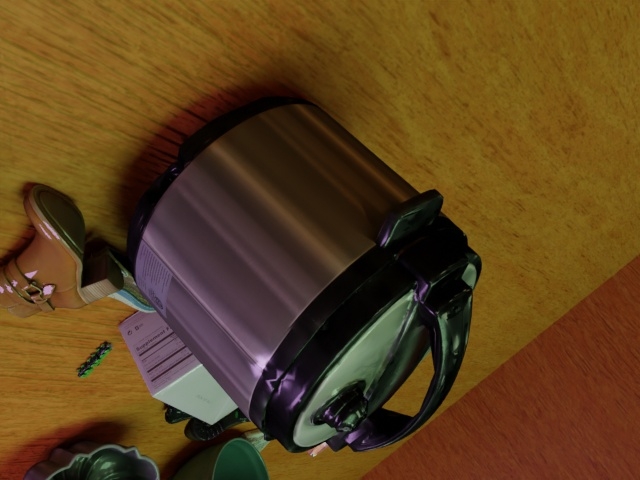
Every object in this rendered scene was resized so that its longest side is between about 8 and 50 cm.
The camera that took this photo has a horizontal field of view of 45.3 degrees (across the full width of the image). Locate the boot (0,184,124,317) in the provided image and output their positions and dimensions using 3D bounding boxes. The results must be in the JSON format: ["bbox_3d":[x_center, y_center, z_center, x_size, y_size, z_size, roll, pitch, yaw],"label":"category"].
[{"bbox_3d":[-0.358,0.026,0.960,0.152,0.073,0.197,-17,132,8],"label":"boot"}]

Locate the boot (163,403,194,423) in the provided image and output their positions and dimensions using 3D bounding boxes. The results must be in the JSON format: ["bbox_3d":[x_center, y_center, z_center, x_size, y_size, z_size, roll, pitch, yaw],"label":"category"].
[{"bbox_3d":[-0.267,0.328,1.584,0.121,0.045,0.099,-16,145,-32],"label":"boot"}]

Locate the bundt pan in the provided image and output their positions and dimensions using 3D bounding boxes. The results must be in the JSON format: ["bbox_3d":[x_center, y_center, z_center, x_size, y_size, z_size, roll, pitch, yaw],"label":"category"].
[{"bbox_3d":[-0.465,0.533,1.475,0.330,0.124,0.331,-12,107,-45],"label":"bundt pan"}]

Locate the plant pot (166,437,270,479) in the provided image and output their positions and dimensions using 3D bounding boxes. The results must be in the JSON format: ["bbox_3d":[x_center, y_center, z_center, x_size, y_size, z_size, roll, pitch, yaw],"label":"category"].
[{"bbox_3d":[-0.270,0.650,1.886,0.196,0.293,0.293,-16,160,21],"label":"plant pot"}]

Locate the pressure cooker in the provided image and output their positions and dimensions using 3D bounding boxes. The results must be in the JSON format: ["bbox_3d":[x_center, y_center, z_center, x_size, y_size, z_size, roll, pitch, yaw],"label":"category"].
[{"bbox_3d":[0.000,0.069,1.003,0.375,0.420,0.370,-46,156,-1],"label":"pressure cooker"}]

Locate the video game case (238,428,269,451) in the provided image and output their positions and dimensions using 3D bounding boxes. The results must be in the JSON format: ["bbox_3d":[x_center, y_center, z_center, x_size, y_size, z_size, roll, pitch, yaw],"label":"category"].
[{"bbox_3d":[-0.194,0.554,2.063,0.143,0.019,0.157,2,135,-51],"label":"video game case"}]

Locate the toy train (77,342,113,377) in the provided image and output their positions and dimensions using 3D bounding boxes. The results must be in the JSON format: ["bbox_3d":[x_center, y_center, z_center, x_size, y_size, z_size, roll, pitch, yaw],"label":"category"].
[{"bbox_3d":[-0.374,0.200,1.278,0.083,0.017,0.023,-44,162,17],"label":"toy train"}]

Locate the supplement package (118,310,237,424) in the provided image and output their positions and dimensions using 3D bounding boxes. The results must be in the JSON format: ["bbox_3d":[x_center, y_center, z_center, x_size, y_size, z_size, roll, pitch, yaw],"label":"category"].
[{"bbox_3d":[-0.182,0.183,1.328,0.204,0.145,0.262,-34,154,-2],"label":"supplement package"}]

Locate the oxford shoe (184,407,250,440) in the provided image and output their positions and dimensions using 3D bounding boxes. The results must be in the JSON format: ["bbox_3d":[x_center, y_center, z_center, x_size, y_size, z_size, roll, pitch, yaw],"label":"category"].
[{"bbox_3d":[-0.210,0.384,1.723,0.227,0.083,0.096,-14,169,-40],"label":"oxford shoe"}]

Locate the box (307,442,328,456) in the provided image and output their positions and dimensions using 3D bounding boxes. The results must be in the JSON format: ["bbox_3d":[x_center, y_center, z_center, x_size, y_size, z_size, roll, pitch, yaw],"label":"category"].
[{"bbox_3d":[-0.017,0.293,1.546,0.142,0.154,0.300,-33,-174,-4],"label":"box"}]

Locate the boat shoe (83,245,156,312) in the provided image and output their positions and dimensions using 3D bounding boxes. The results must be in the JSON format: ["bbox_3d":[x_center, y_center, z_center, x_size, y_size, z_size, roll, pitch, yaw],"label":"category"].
[{"bbox_3d":[-0.266,0.055,1.111,0.066,0.066,0.183,-42,153,11],"label":"boat shoe"}]
